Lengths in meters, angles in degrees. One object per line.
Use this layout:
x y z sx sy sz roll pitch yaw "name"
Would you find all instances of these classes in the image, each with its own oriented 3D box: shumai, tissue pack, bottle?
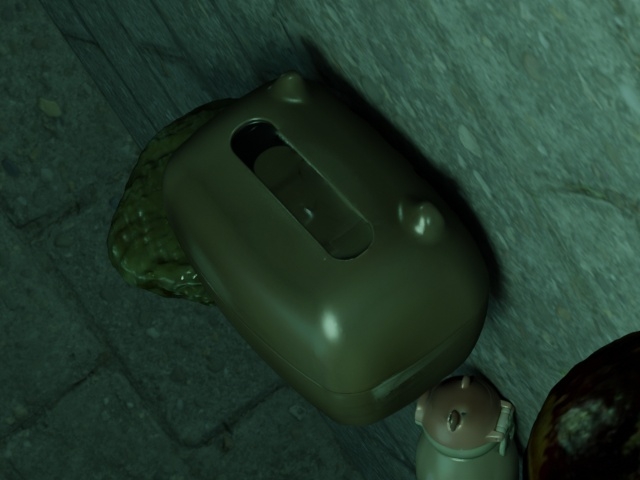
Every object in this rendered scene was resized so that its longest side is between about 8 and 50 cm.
-0.116 0.008 2.081 0.292 0.330 0.288 43 160 27 "shumai"
0.000 0.000 1.742 0.387 0.267 0.277 47 165 30 "tissue pack"
0.201 0.277 2.123 0.147 0.147 0.236 45 159 35 "bottle"

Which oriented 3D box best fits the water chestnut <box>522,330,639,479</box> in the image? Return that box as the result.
0.332 0.208 1.125 0.335 0.347 0.335 44 -148 -37 "water chestnut"
